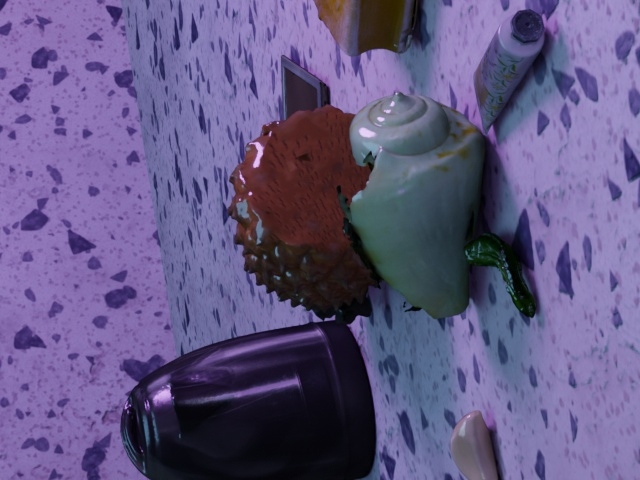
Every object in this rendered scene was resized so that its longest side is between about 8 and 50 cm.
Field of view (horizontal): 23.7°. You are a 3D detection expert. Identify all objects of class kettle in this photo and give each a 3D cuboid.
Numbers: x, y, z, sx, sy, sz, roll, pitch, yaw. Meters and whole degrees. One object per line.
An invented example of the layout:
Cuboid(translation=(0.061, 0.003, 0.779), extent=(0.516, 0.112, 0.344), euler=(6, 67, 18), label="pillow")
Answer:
Cuboid(translation=(-0.121, 0.255, 2.130), extent=(0.321, 0.324, 0.228), euler=(120, 140, -66), label="kettle")

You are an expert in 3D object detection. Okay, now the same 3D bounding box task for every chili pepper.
Cuboid(translation=(0.178, 0.023, 1.474), extent=(0.118, 0.035, 0.055), euler=(49, 157, 49), label="chili pepper")

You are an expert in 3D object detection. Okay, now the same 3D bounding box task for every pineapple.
Cuboid(translation=(-0.002, 0.000, 1.856), extent=(0.357, 0.222, 0.223), euler=(89, 168, -67), label="pineapple")

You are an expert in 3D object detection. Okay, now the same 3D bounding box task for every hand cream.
Cuboid(translation=(0.166, -0.159, 1.410), extent=(0.194, 0.042, 0.067), euler=(115, 144, -71), label="hand cream")

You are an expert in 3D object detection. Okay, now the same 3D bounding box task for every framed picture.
Cuboid(translation=(-0.019, -0.116, 2.173), extent=(0.217, 0.017, 0.274), euler=(-133, 38, -65), label="framed picture")

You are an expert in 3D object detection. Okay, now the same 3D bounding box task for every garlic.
Cuboid(translation=(0.164, 0.222, 1.609), extent=(0.053, 0.041, 0.083), euler=(-26, 79, 61), label="garlic")

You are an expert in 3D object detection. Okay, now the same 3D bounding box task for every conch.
Cuboid(translation=(0.089, -0.030, 1.540), extent=(0.143, 0.137, 0.251), euler=(-52, -30, -65), label="conch")

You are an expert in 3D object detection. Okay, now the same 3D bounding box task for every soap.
Cuboid(translation=(0.053, -0.356, 1.647), extent=(0.173, 0.089, 0.274), euler=(-113, 23, -49), label="soap")
